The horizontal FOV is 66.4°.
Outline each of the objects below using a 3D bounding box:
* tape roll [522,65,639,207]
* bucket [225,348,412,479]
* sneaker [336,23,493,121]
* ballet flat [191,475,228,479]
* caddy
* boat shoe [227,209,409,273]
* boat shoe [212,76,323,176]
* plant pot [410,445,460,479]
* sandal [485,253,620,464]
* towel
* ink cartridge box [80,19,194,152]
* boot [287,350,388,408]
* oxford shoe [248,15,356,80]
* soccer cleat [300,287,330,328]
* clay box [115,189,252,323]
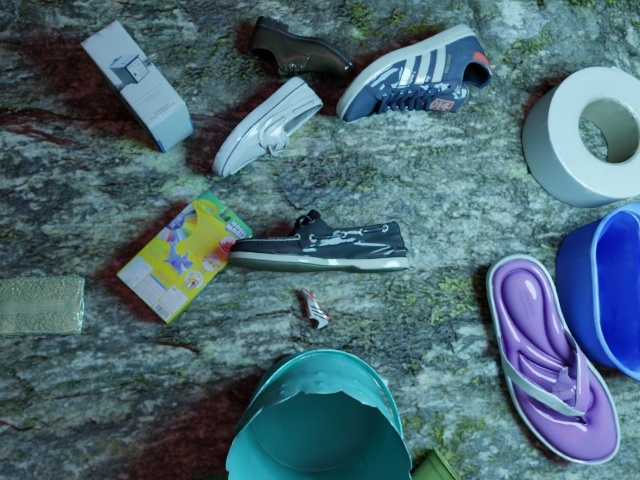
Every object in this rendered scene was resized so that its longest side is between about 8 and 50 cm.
[{"bbox_3d":[0.585,-0.217,1.041,0.285,0.100,0.287,1,80,-8],"label":"tape roll"},{"bbox_3d":[-0.002,0.319,0.778,0.280,0.183,0.282,-1,102,-3],"label":"bucket"},{"bbox_3d":[0.201,-0.302,0.978,0.349,0.131,0.148,-31,82,-13],"label":"sneaker"},{"bbox_3d":[-0.109,0.453,0.839,0.247,0.083,0.087,33,53,-2],"label":"ballet flat"},{"bbox_3d":[0.612,0.100,0.952,0.241,0.179,0.342,4,80,-9],"label":"caddy"},{"bbox_3d":[0.002,-0.001,0.900,0.339,0.127,0.113,1,79,-10],"label":"boat shoe"},{"bbox_3d":[-0.096,-0.206,0.935,0.084,0.095,0.258,41,78,4],"label":"boat shoe"},{"bbox_3d":[0.202,0.434,0.887,0.079,0.083,0.083,-38,88,-1],"label":"plant pot"},{"bbox_3d":[0.418,0.229,0.915,0.169,0.102,0.417,-26,82,15],"label":"sandal"},{"bbox_3d":[-0.491,0.113,0.854,0.147,0.027,0.110,-1,80,-9],"label":"towel"},{"bbox_3d":[-0.324,-0.272,0.887,0.082,0.139,0.191,-41,88,-11],"label":"ink cartridge box"},{"bbox_3d":[0.023,0.268,0.894,0.189,0.069,0.086,14,86,2],"label":"boot"},{"bbox_3d":[-0.039,-0.359,0.981,0.227,0.083,0.096,22,81,7],"label":"oxford shoe"},{"bbox_3d":[-0.016,0.128,0.925,0.035,0.029,0.083,-37,92,-17],"label":"soccer cleat"},{"bbox_3d":[-0.241,0.027,0.894,0.127,0.053,0.222,44,76,0],"label":"clay box"}]
